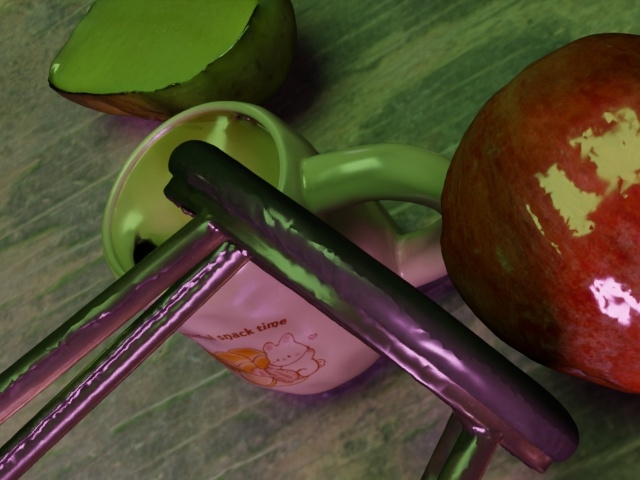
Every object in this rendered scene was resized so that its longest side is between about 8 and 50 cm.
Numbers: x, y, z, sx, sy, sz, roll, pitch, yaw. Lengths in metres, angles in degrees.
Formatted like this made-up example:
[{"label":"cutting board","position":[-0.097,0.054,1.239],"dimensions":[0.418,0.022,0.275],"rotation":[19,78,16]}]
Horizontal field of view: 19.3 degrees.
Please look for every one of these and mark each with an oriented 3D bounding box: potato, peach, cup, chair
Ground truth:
[{"label":"potato","position":[-0.106,-0.160,1.613],"dimensions":[0.271,0.111,0.160],"rotation":[2,58,51]},{"label":"peach","position":[0.206,-0.001,1.231],"dimensions":[0.232,0.232,0.257],"rotation":[-31,54,16]},{"label":"cup","position":[-0.008,-0.013,1.398],"dimensions":[0.255,0.202,0.173],"rotation":[-37,50,13]},{"label":"chair","position":[-0.082,0.182,1.141],"dimensions":[0.364,0.362,0.410],"rotation":[37,87,6]}]
